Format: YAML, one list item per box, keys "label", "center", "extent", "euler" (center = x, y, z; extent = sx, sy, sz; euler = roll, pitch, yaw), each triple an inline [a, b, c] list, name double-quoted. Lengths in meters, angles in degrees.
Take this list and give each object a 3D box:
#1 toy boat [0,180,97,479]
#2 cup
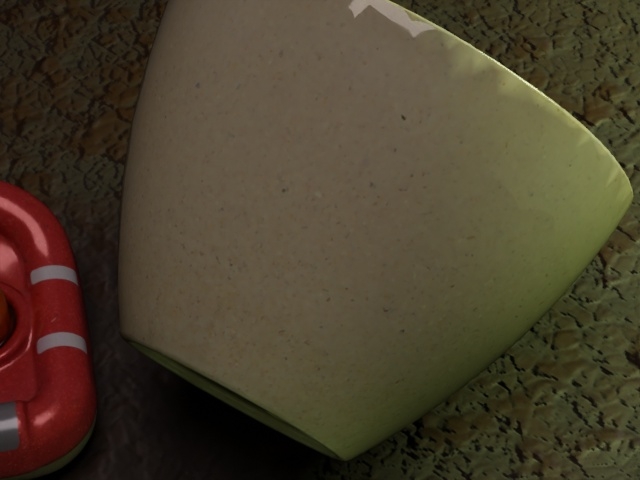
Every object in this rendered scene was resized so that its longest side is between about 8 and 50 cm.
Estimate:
- label: "toy boat"
  center: [-0.236, 0.044, 1.283]
  extent: [0.151, 0.151, 0.231]
  euler: [-10, 50, -5]
- label: "cup"
  center: [0.000, 0.000, 1.234]
  extent: [0.331, 0.331, 0.237]
  euler: [26, 82, 23]
